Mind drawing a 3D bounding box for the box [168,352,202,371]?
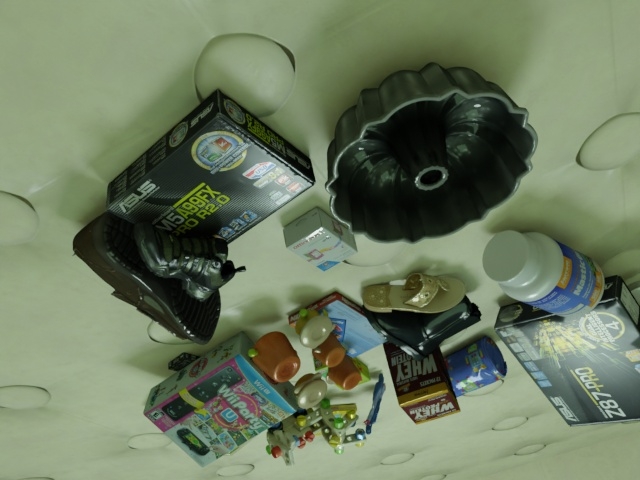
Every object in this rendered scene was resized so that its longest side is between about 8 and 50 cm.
[{"bbox_3d":[-0.333,0.315,1.447,0.067,0.018,0.083,-37,136,29],"label":"box"}]

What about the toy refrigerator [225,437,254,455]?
[{"bbox_3d":[-0.258,0.571,1.737,0.102,0.094,0.269,16,134,-31],"label":"toy refrigerator"}]

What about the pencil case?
[{"bbox_3d":[0.403,0.402,1.673,0.133,0.119,0.306,43,122,-14],"label":"pencil case"}]

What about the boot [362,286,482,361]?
[{"bbox_3d":[0.246,0.167,1.358,0.207,0.094,0.246,-41,120,17],"label":"boot"}]

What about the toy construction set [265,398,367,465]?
[{"bbox_3d":[-0.038,0.585,1.707,0.327,0.215,0.151,-2,110,-44],"label":"toy construction set"}]

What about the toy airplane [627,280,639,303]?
[{"bbox_3d":[0.865,0.278,1.515,0.384,0.273,0.386,-7,143,-6],"label":"toy airplane"}]

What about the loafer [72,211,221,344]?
[{"bbox_3d":[-0.316,0.071,1.073,0.130,0.134,0.366,-3,138,28],"label":"loafer"}]

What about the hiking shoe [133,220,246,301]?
[{"bbox_3d":[-0.218,0.016,0.959,0.114,0.086,0.227,-31,147,6],"label":"hiking shoe"}]

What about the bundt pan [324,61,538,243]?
[{"bbox_3d":[0.161,-0.142,0.905,0.330,0.124,0.331,-7,143,-5],"label":"bundt pan"}]

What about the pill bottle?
[{"bbox_3d":[0.481,0.069,1.239,0.272,0.152,0.152,19,133,-35],"label":"pill bottle"}]

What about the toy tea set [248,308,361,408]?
[{"bbox_3d":[-0.033,0.285,1.389,0.200,0.124,0.336,-41,135,-10],"label":"toy tea set"}]

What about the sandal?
[{"bbox_3d":[0.214,0.111,1.276,0.239,0.088,0.079,-6,149,1],"label":"sandal"}]

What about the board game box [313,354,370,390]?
[{"bbox_3d":[0.062,0.360,1.593,0.092,0.043,0.181,-24,141,15],"label":"board game box"}]

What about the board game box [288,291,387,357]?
[{"bbox_3d":[0.062,0.216,1.420,0.145,0.027,0.281,-31,139,21],"label":"board game box"}]

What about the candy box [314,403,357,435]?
[{"bbox_3d":[0.048,0.607,1.922,0.105,0.027,0.206,3,140,-13],"label":"candy box"}]

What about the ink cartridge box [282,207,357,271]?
[{"bbox_3d":[0.000,0.000,1.103,0.088,0.052,0.122,-31,138,24],"label":"ink cartridge box"}]

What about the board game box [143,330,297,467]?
[{"bbox_3d":[-0.244,0.396,1.409,0.303,0.097,0.224,-34,111,12],"label":"board game box"}]

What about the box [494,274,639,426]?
[{"bbox_3d":[0.678,0.291,1.423,0.318,0.097,0.395,-23,112,44],"label":"box"}]

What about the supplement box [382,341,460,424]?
[{"bbox_3d":[0.268,0.357,1.520,0.129,0.194,0.191,-21,142,12],"label":"supplement box"}]

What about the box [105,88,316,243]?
[{"bbox_3d":[-0.178,-0.092,0.930,0.270,0.060,0.216,-32,139,25],"label":"box"}]

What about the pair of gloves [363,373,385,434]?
[{"bbox_3d":[0.164,0.496,1.720,0.023,0.159,0.198,17,152,16],"label":"pair of gloves"}]
